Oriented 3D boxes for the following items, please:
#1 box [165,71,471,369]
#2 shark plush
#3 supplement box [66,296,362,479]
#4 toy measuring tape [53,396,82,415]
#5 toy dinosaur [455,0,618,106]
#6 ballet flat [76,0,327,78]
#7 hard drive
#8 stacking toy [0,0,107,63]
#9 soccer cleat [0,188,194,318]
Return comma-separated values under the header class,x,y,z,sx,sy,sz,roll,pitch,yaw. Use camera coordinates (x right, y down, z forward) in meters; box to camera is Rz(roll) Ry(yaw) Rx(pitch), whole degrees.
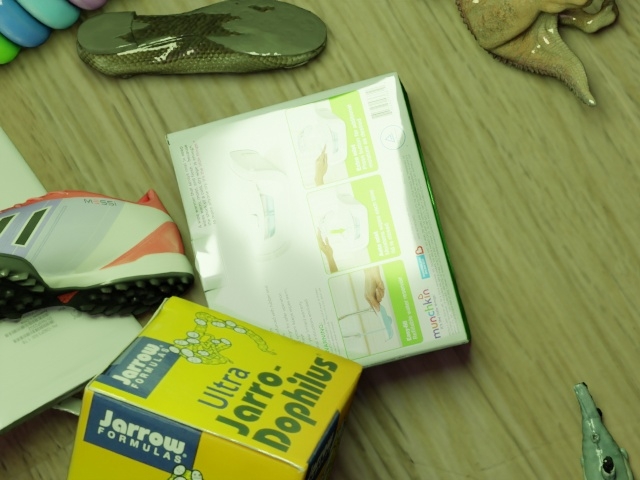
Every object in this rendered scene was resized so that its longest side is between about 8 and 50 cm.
class,x,y,z,sx,sy,sz,roll,pitch,yaw
box,0.000,0.000,1.495,0.231,0.127,0.261,-16,85,7
shark plush,0.276,0.212,1.474,0.073,0.067,0.161,-5,86,7
supplement box,-0.116,0.265,1.390,0.195,0.194,0.356,19,116,9
toy measuring tape,-0.340,0.078,1.546,0.330,0.121,0.121,19,89,-1
toy dinosaur,0.164,-0.252,1.500,0.200,0.127,0.295,-21,96,13
ballet flat,-0.118,-0.193,1.563,0.250,0.058,0.084,-3,50,2
hard drive,-0.325,0.021,1.513,0.307,0.203,0.040,54,136,8
stacking toy,-0.343,-0.212,1.560,0.330,0.141,0.141,-39,82,11
soccer cleat,-0.266,0.006,1.464,0.109,0.318,0.116,-39,61,42
